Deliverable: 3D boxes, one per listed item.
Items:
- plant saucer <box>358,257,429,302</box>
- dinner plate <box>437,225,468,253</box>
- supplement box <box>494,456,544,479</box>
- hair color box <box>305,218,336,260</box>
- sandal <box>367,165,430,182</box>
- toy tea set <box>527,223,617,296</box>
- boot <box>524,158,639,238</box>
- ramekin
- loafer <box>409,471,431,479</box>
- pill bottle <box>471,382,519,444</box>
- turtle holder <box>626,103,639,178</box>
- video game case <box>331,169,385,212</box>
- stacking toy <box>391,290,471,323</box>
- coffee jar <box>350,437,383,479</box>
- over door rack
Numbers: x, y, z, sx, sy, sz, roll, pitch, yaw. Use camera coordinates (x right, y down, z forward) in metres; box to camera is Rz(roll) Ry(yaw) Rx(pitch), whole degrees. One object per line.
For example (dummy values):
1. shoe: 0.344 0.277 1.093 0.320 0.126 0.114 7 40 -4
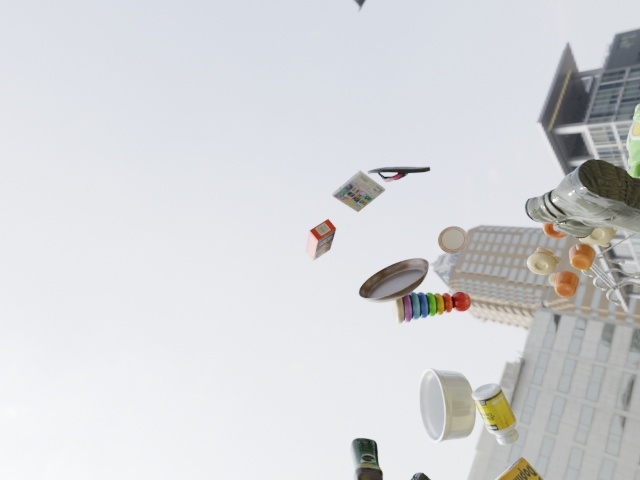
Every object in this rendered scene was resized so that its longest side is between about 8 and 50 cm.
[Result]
1. plant saucer: 0.303 0.168 1.872 0.310 0.310 0.050 -37 -74 -34
2. dinner plate: 0.622 -0.004 2.165 0.017 0.141 0.141 -69 -34 -68
3. supplement box: 0.411 0.731 1.105 0.194 0.195 0.357 6 -55 -50
4. hair color box: 0.000 0.000 1.355 0.072 0.141 0.043 -33 -108 -20
5. sandal: 0.210 -0.180 1.260 0.067 0.179 0.040 -32 -59 -57
6. toy tea set: 0.774 0.020 1.458 0.124 0.200 0.336 -50 -28 -44
7. boot: 0.483 -0.041 0.758 0.246 0.161 0.083 25 -108 2
8. ramekin: 0.495 0.644 1.812 0.135 0.277 0.277 3 -87 -8
9. loafer: 0.270 0.818 1.404 0.078 0.076 0.223 44 -113 6
10. pill bottle: 0.599 0.590 1.568 0.103 0.103 0.184 -23 -94 -39
11. turtle holder: 1.008 -0.304 1.345 0.320 0.243 0.228 3 -97 -5
12. video game case: 0.142 -0.179 1.711 0.157 0.143 0.019 27 -146 -42
13. stacking toy: 0.474 0.274 1.964 0.330 0.141 0.141 -5 -81 -1
14. coffee jar: 0.150 0.736 1.511 0.096 0.184 0.079 7 -77 -2
15. over door rack: 1.078 0.059 1.558 0.108 0.239 0.324 39 -69 -8
